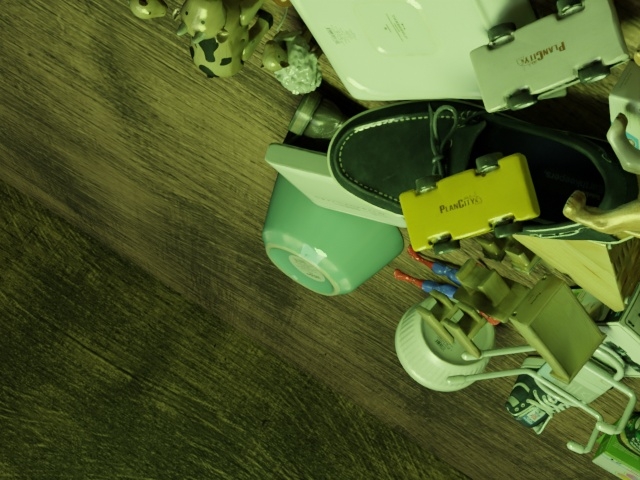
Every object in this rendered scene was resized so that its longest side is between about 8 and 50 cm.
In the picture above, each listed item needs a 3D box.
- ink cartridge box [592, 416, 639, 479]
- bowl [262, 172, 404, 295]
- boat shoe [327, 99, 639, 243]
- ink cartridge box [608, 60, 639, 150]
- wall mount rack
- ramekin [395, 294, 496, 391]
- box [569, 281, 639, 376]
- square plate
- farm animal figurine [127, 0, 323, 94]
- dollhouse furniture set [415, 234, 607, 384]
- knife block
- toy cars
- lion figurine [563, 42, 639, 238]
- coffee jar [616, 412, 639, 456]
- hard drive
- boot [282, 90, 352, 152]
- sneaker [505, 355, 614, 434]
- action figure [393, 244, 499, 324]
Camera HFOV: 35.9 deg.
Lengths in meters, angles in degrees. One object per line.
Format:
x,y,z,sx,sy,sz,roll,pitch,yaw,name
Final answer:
0.724,0.516,2.259,0.189,0.097,0.255,29,160,13,ink cartridge box
0.000,0.000,2.065,0.311,0.163,0.311,31,161,12,bowl
0.211,-0.102,1.383,0.500,0.187,0.156,14,-173,33,boat shoe
0.438,-0.136,1.159,0.180,0.060,0.104,23,157,30,ink cartridge box
0.407,0.267,1.832,0.304,0.130,0.350,30,161,10,wall mount rack
0.270,0.204,2.076,0.207,0.207,0.109,33,152,2,ramekin
0.505,0.162,1.752,0.169,0.087,0.290,39,161,-15,box
0.106,-0.286,1.270,0.344,0.049,0.347,5,149,36,square plate
-0.173,-0.350,1.455,0.330,0.172,0.327,25,160,24,farm animal figurine
0.331,0.117,1.665,0.161,0.212,0.242,48,168,-32,dollhouse furniture set
0.361,-0.023,1.529,0.242,0.088,0.275,20,158,36,knife block
0.238,-0.133,1.201,0.176,0.393,0.087,41,-150,29,toy cars
0.426,-0.103,1.041,0.240,0.142,0.392,30,144,16,lion figurine
0.692,0.400,2.049,0.096,0.079,0.184,33,162,1,coffee jar
0.042,-0.094,1.774,0.203,0.040,0.307,15,172,18,hard drive
0.053,-0.156,1.714,0.229,0.091,0.263,26,168,-2,boot
0.498,0.327,2.070,0.099,0.153,0.282,39,161,-17,sneaker
0.272,0.084,1.928,0.280,0.091,0.139,24,168,25,action figure
